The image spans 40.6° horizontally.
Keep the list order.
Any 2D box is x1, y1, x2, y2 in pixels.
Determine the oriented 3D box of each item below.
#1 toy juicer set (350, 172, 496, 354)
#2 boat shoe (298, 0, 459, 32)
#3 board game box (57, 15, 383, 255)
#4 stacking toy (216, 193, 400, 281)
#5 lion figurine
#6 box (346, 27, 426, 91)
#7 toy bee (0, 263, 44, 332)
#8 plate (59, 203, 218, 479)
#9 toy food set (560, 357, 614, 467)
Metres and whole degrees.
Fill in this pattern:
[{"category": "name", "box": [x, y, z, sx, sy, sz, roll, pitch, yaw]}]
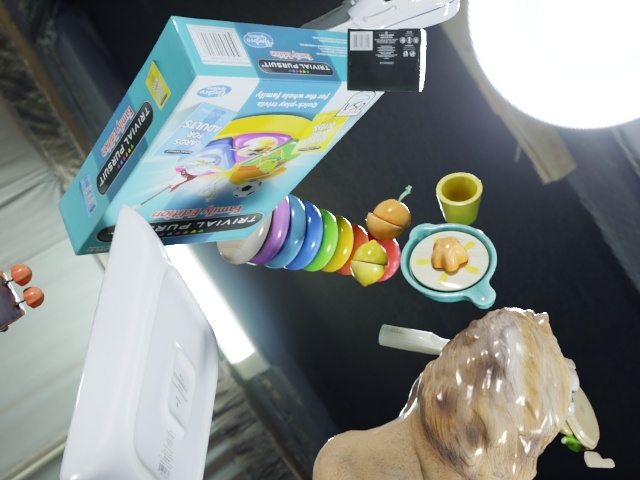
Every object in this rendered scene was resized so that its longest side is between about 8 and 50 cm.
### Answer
[{"category": "toy juicer set", "box": [0.145, 0.038, 1.229, 0.089, 0.209, 0.329, 76, 8, -48]}, {"category": "boat shoe", "box": [0.074, -0.344, 1.270, 0.095, 0.258, 0.084, -114, -175, -51]}, {"category": "board game box", "box": [-0.119, -0.106, 0.993, 0.336, 0.254, 0.079, -44, -118, 43]}, {"category": "stacking toy", "box": [0.000, 0.000, 1.441, 0.141, 0.330, 0.141, -29, -126, 50]}, {"category": "lion figurine", "box": [0.084, 0.231, 0.861, 0.392, 0.142, 0.240, -28, -120, 34]}, {"category": "box", "box": [0.056, -0.152, 0.726, 0.062, 0.083, 0.052, 3, -78, 9]}, {"category": "toy bee", "box": [-0.372, 0.073, 0.867, 0.162, 0.298, 0.195, -23, -59, 23]}, {"category": "plate", "box": [-0.157, 0.150, 0.858, 0.045, 0.278, 0.277, -1, -33, 10]}, {"category": "toy food set", "box": [0.400, 0.276, 1.383, 0.038, 0.132, 0.192, -30, -122, 27]}]
